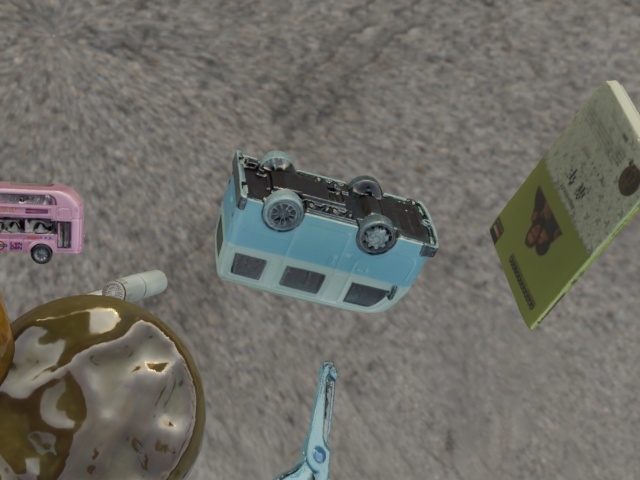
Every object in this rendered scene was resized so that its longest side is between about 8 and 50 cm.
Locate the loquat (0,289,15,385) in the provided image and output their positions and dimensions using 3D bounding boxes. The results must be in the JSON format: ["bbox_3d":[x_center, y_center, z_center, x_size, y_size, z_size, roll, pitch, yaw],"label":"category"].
[{"bbox_3d":[-0.403,0.100,1.029,0.238,0.238,0.193,-19,76,-10],"label":"loquat"}]

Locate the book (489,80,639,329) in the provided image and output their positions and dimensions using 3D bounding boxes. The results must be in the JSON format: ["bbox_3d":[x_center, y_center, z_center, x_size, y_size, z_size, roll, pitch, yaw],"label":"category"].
[{"bbox_3d":[0.396,-0.056,1.729,0.035,0.239,0.352,15,129,-24],"label":"book"}]

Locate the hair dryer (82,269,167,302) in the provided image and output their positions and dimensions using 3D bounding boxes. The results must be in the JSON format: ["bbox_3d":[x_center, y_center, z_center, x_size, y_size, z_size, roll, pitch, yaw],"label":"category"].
[{"bbox_3d":[-0.355,0.092,1.750,0.183,0.155,0.044,-16,88,19],"label":"hair dryer"}]

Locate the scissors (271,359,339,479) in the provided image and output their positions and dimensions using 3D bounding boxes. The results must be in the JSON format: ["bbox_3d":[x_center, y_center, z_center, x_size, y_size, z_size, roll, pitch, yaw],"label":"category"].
[{"bbox_3d":[-0.016,0.389,1.956,0.180,0.032,0.393,34,50,-32],"label":"scissors"}]

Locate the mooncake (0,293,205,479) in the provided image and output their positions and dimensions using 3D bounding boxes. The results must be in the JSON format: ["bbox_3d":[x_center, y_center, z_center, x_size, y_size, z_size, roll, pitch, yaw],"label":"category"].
[{"bbox_3d":[-0.279,0.208,1.343,0.284,0.155,0.284,3,67,-8],"label":"mooncake"}]

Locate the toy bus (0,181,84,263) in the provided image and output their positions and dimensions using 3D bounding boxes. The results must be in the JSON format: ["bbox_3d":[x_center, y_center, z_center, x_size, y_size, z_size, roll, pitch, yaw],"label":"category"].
[{"bbox_3d":[-0.368,-0.023,1.230,0.203,0.063,0.090,1,99,-11],"label":"toy bus"}]

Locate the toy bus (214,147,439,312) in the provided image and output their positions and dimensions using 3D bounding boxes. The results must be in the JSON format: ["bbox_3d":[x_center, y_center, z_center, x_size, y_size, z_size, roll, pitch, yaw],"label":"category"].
[{"bbox_3d":[0.000,0.000,1.438,0.271,0.133,0.164,14,119,-16],"label":"toy bus"}]
